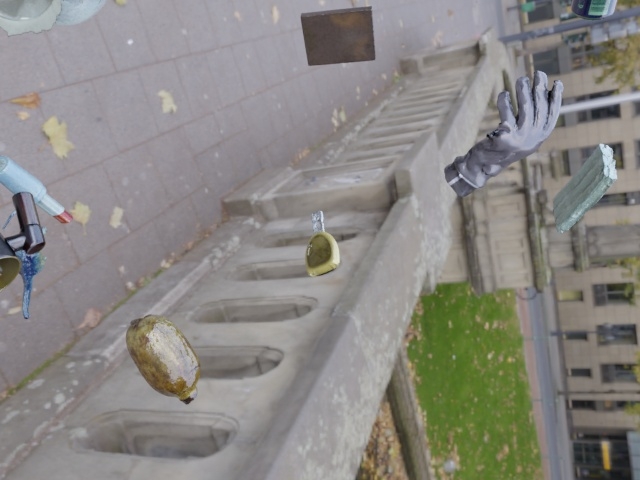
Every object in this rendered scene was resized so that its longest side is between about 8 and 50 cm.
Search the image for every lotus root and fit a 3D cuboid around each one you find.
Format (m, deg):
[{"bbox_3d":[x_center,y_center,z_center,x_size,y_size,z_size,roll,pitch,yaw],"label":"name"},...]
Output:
[{"bbox_3d":[-0.388,0.301,1.491,0.260,0.145,0.128,62,24,-9],"label":"lotus root"}]

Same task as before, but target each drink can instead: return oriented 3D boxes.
[{"bbox_3d":[0.756,-0.710,1.600,0.118,0.118,0.205,-69,163,-45],"label":"drink can"}]

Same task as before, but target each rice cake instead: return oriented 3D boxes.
[{"bbox_3d":[0.642,-0.123,1.459,0.211,0.038,0.124,118,-12,-51],"label":"rice cake"}]

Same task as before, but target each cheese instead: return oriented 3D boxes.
[{"bbox_3d":[0.001,0.001,1.353,0.036,0.086,0.162,36,38,-44],"label":"cheese"}]

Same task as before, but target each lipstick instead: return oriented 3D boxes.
[{"bbox_3d":[-0.759,-0.122,1.580,0.068,0.061,0.274,-45,149,-10],"label":"lipstick"}]

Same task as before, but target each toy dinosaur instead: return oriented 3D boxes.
[{"bbox_3d":[-0.778,0.039,1.580,0.147,0.076,0.363,-104,-156,-51],"label":"toy dinosaur"}]

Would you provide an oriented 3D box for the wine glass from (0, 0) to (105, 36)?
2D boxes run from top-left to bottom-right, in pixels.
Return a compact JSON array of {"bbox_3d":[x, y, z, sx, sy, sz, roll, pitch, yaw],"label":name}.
[{"bbox_3d":[-0.585,-0.574,1.278,0.323,0.238,0.238,-78,154,-65],"label":"wine glass"}]

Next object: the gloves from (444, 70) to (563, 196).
[{"bbox_3d":[0.370,-0.202,1.181,0.142,0.285,0.119,0,42,-51],"label":"gloves"}]

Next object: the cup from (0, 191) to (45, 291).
[{"bbox_3d":[-0.646,-0.008,1.104,0.177,0.239,0.166,45,-10,9],"label":"cup"}]

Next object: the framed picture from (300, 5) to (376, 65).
[{"bbox_3d":[0.045,-0.488,1.424,0.023,0.168,0.128,-83,167,-46],"label":"framed picture"}]
